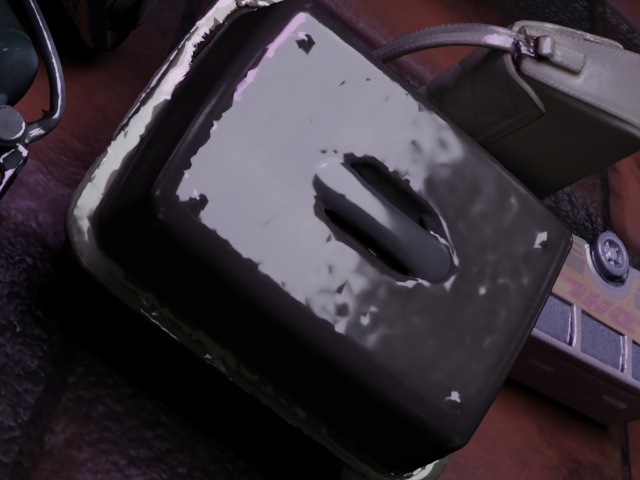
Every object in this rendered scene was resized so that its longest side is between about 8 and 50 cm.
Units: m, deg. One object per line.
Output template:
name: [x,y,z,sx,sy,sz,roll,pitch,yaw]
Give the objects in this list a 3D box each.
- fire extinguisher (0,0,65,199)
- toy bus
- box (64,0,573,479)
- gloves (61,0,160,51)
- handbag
fire extinguisher: [-0.241,-0.146,0.869,0.118,0.093,0.294,-26,75,-23]
toy bus: [0.149,0.037,1.128,0.342,0.097,0.138,26,56,-32]
box: [0.000,0.000,0.878,0.290,0.166,0.221,38,67,-15]
gloves: [-0.210,-0.294,0.976,0.312,0.135,0.210,58,0,16]
handbag: [0.115,-0.103,1.103,0.219,0.256,0.079,18,66,-23]
